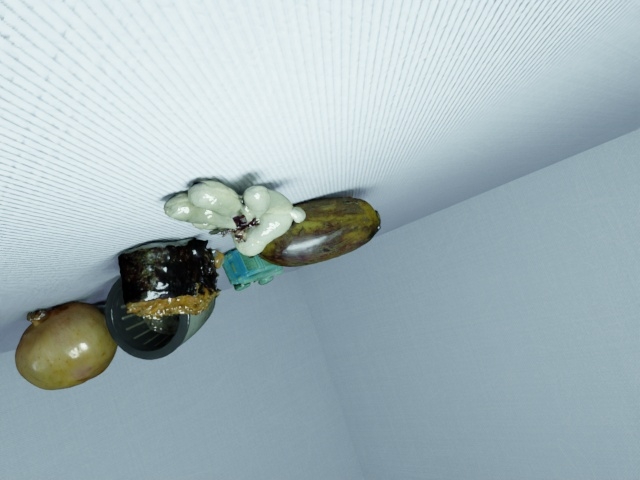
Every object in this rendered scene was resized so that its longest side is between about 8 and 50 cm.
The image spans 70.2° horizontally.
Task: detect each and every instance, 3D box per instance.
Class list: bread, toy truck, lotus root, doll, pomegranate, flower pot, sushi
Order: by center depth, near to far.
[{"bbox_3d":[-0.172,-0.046,0.908,0.175,0.150,0.278,18,-176,37],"label":"doll"},{"bbox_3d":[-0.390,0.106,1.251,0.234,0.208,0.348,-15,171,11],"label":"sushi"},{"bbox_3d":[-0.018,-0.017,1.315,0.397,0.179,0.196,-11,157,-10],"label":"lotus root"},{"bbox_3d":[-0.387,0.056,1.579,0.062,0.103,0.049,-66,171,15],"label":"bread"},{"bbox_3d":[-0.527,0.222,1.593,0.293,0.294,0.330,-20,-179,10],"label":"flower pot"},{"bbox_3d":[-0.923,0.364,1.646,0.338,0.338,0.338,-19,174,-2],"label":"pomegranate"},{"bbox_3d":[-0.264,0.097,1.816,0.156,0.155,0.278,-32,168,30],"label":"toy truck"}]

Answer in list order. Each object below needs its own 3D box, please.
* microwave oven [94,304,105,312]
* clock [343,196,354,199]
[{"bbox_3d":[-0.900,0.379,2.040,0.295,0.181,0.237,-2,169,-39],"label":"microwave oven"},{"bbox_3d":[0.080,-0.073,1.490,0.113,0.061,0.155,-17,150,-5],"label":"clock"}]
